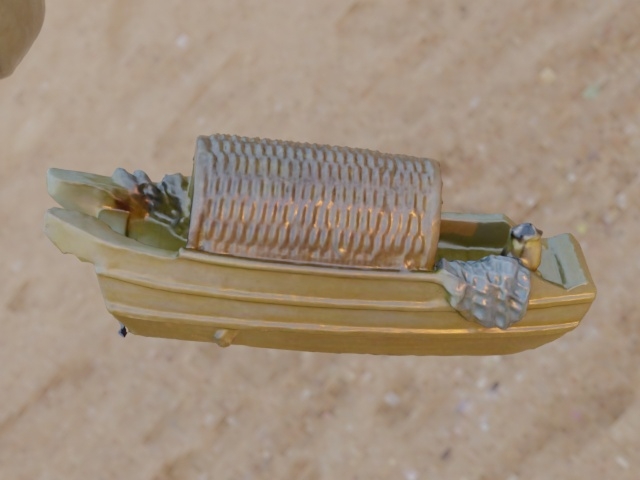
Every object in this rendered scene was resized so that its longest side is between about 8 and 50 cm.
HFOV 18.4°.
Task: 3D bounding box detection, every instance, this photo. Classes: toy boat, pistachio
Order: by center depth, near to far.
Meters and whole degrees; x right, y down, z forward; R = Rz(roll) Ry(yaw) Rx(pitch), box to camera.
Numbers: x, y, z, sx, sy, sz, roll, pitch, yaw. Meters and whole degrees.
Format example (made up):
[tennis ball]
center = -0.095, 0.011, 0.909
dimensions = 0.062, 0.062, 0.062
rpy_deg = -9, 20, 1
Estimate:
[toy boat]
center = 0.000, 0.000, 1.101
dimensions = 0.089, 0.310, 0.115
rpy_deg = -90, 6, -59
[pistachio]
center = -0.282, -0.190, 1.530
dimensions = 0.136, 0.136, 0.226
rpy_deg = -54, -10, -9
